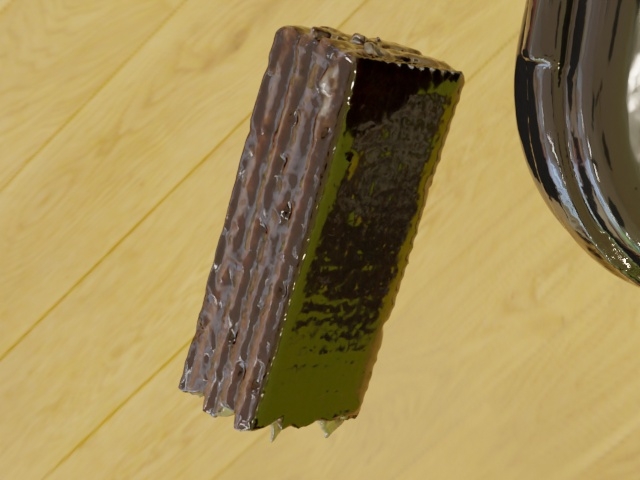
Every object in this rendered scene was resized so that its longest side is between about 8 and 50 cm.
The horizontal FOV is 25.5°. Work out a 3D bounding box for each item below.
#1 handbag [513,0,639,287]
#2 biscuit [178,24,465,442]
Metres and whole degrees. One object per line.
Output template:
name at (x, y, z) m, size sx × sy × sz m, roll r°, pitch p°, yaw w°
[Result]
handbag at (0.218, -0.119, 0.765) m, size 0.253 × 0.093 × 0.308 m, roll 8°, pitch 94°, yaw -26°
biscuit at (0.000, 0.000, 0.845) m, size 0.070 × 0.106 × 0.252 m, roll 29°, pitch 111°, yaw 40°
